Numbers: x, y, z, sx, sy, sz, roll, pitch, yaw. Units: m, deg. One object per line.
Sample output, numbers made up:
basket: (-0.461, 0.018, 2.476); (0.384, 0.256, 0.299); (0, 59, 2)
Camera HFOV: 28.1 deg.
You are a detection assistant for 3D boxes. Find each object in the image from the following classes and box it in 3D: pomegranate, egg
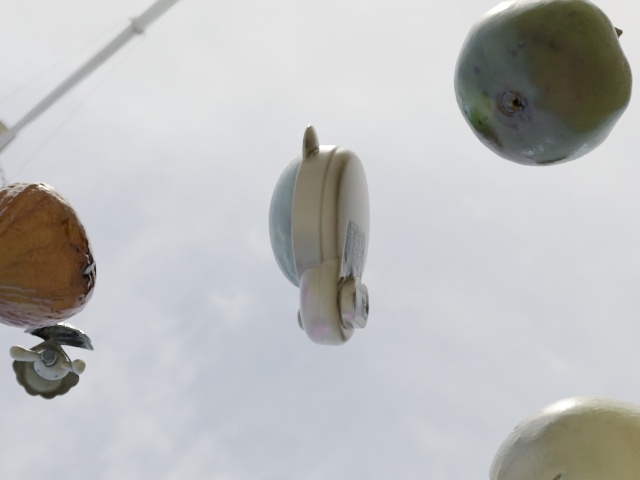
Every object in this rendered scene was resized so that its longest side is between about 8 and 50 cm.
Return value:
pomegranate: (0.246, -0.179, 1.347); (0.225, 0.187, 0.187); (-38, -85, -44)
egg: (0.373, 0.337, 1.875); (0.201, 0.337, 0.337); (48, -138, -22)

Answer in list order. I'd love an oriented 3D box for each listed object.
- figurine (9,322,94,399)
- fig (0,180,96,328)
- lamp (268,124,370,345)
figurine: (-0.318, 0.135, 1.502); (0.094, 0.086, 0.082); (17, -117, -19)
fig: (-0.310, 0.030, 1.220); (0.146, 0.134, 0.201); (56, -148, 2)
lamp: (-0.003, 0.001, 1.480); (0.179, 0.108, 0.246); (38, -131, -66)
